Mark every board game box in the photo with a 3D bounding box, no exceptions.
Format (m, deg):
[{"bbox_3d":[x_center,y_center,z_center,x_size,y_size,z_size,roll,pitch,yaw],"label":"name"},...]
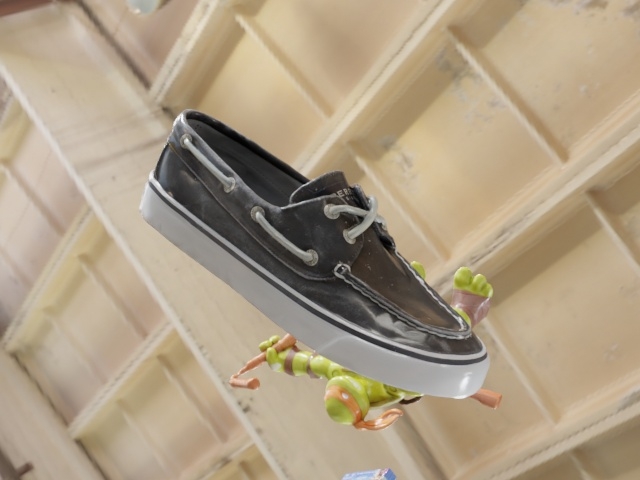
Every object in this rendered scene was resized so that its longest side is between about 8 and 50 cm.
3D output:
[{"bbox_3d":[0.043,0.336,1.276,0.090,0.090,0.020,-23,-72,47],"label":"board game box"}]

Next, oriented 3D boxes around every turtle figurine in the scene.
[{"bbox_3d":[0.070,0.101,0.861,0.269,0.217,0.087,-5,-65,39],"label":"turtle figurine"}]

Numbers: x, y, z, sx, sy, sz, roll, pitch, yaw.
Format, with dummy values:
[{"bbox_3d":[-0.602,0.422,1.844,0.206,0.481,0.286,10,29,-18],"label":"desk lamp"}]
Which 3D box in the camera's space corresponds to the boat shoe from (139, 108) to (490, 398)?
[{"bbox_3d":[0.000,0.000,0.713,0.301,0.108,0.102,33,-67,24],"label":"boat shoe"}]
